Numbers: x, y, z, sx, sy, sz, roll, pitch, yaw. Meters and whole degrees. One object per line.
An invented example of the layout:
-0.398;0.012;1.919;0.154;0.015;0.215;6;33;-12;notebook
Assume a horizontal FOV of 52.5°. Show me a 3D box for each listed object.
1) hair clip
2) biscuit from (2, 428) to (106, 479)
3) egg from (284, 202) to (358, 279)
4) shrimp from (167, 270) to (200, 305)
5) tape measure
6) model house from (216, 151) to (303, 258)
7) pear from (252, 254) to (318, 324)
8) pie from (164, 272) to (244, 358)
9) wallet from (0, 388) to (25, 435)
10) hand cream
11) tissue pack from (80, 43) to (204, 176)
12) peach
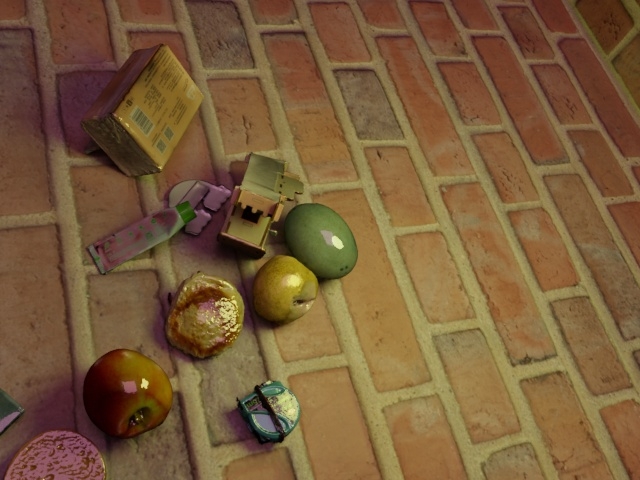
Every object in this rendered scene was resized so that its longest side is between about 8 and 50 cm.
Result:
-0.350;-0.099;1.759;0.140;0.054;0.220;29;52;3;hair clip
-0.533;0.530;1.319;0.202;0.044;0.289;-11;66;-24;biscuit
0.000;0.000;1.752;0.169;0.169;0.236;-30;75;-32;egg
-0.335;0.129;1.641;0.091;0.025;0.127;16;59;-9;shrimp
-0.114;0.402;1.525;0.125;0.081;0.146;-25;72;-27;tape measure
-0.166;-0.065;1.698;0.169;0.244;0.326;21;22;-10;model house
-0.094;0.129;1.650;0.178;0.178;0.178;9;58;-15;pear
-0.278;0.183;1.582;0.179;0.084;0.205;25;68;-13;pie
-0.698;0.379;1.358;0.088;0.026;0.129;36;56;8;wallet
-0.444;-0.014;1.638;0.275;0.050;0.079;-30;47;-9;hand cream
-0.505;-0.351;1.781;0.238;0.238;0.305;24;55;-5;tissue pack
-0.423;0.324;1.406;0.197;0.197;0.197;9;58;-15;peach
